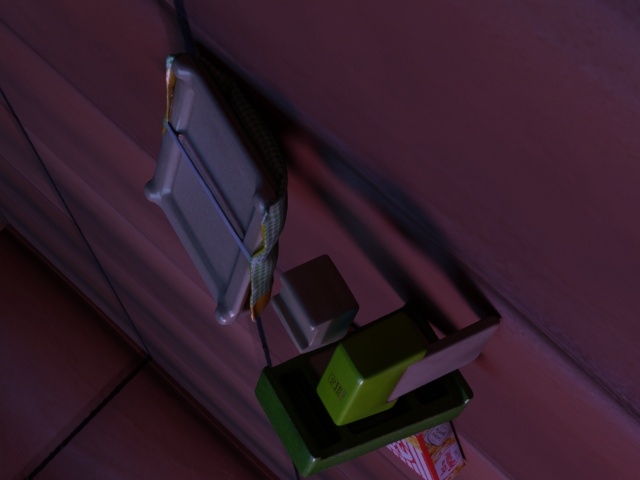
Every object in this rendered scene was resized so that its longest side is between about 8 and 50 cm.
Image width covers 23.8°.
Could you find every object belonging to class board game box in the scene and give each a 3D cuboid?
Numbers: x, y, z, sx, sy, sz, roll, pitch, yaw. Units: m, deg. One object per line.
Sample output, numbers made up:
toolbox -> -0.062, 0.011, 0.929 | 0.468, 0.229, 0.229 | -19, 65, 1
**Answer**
board game box -> 0.072, 0.169, 1.561 | 0.147, 0.045, 0.193 | 38, 167, 28

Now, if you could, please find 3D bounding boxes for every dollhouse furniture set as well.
dollhouse furniture set -> 0.000, 0.000, 1.189 | 0.301, 0.151, 0.197 | 58, 152, 22
